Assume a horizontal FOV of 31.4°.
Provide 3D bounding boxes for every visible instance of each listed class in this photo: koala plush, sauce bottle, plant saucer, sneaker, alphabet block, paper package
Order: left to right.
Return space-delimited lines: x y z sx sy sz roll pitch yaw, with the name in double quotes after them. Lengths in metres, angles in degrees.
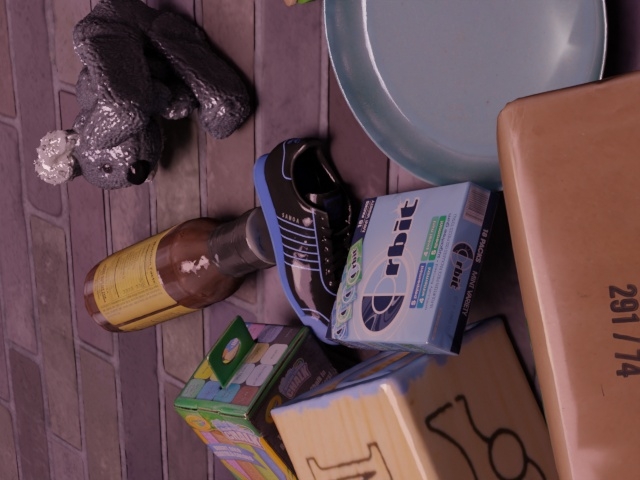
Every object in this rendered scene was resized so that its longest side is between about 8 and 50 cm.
-0.228 -0.147 1.343 0.203 0.196 0.221 58 138 27 "koala plush"
-0.163 0.035 1.400 0.344 0.111 0.111 -18 93 46 "sauce bottle"
0.000 0.000 1.242 0.090 0.081 0.232 -22 91 52 "sneaker"
0.103 0.213 1.152 0.193 0.192 0.197 -24 88 49 "alphabet block"
0.132 -0.202 1.055 0.317 0.043 0.317 20 121 39 "plant saucer"
0.295 0.031 0.782 0.309 0.168 0.325 -12 89 15 "paper package"

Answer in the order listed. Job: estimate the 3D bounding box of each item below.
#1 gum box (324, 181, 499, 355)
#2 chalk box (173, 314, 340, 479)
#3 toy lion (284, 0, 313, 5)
0.085 0.029 1.108 0.184 0.041 0.157 -6 66 61 "gum box"
-0.063 0.178 1.284 0.132 0.132 0.213 0 133 45 "chalk box"
-0.017 -0.290 1.146 0.096 0.034 0.100 -160 56 -68 "toy lion"
